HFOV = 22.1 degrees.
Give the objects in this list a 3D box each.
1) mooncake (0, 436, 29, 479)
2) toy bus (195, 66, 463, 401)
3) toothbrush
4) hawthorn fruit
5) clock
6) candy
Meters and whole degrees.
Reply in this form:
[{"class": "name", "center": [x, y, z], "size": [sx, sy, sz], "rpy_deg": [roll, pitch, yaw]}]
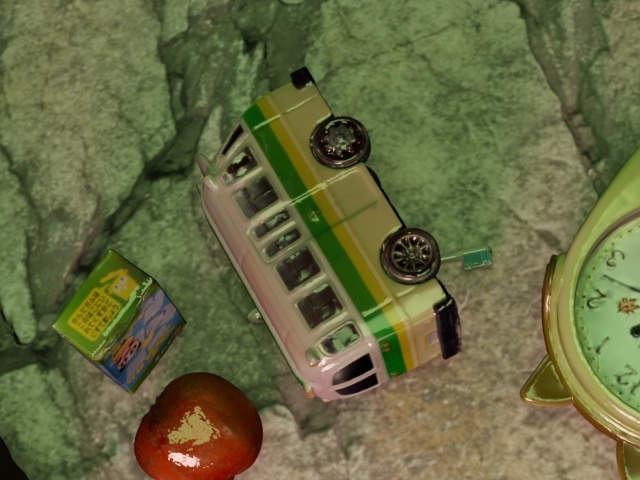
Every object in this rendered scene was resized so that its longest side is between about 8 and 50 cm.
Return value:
[{"class": "mooncake", "center": [-0.438, 0.221, 1.526], "size": [0.212, 0.350, 0.381], "rpy_deg": [-39, 66, 2]}, {"class": "toy bus", "center": [0.000, 0.000, 1.634], "size": [0.179, 0.143, 0.305], "rpy_deg": [-29, 67, -4]}, {"class": "toothbrush", "center": [0.051, 0.045, 1.699], "size": [0.263, 0.022, 0.026], "rpy_deg": [-14, 63, -1]}, {"class": "hawthorn fruit", "center": [-0.120, 0.194, 1.622], "size": [0.128, 0.128, 0.128], "rpy_deg": [-1, 75, 3]}, {"class": "clock", "center": [0.361, 0.075, 1.626], "size": [0.286, 0.117, 0.348], "rpy_deg": [41, 81, 12]}, {"class": "candy", "center": [-0.194, 0.083, 1.610], "size": [0.062, 0.194, 0.097], "rpy_deg": [33, 79, 12]}]
